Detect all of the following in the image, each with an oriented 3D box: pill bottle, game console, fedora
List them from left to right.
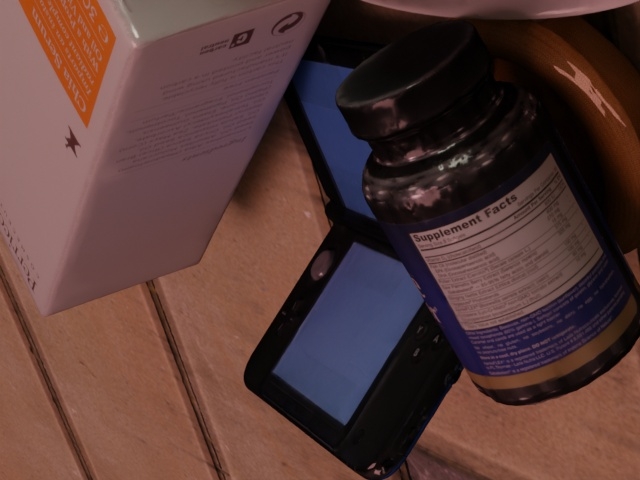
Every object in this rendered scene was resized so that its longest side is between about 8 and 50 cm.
[{"bbox_3d":[0.000,0.000,1.246,0.173,0.250,0.293,34,176,-21],"label":"game console"},{"bbox_3d":[0.101,-0.018,1.035,0.123,0.123,0.219,0,127,54],"label":"pill bottle"},{"bbox_3d":[0.155,-0.080,1.097,0.194,0.079,0.194,35,151,22],"label":"fedora"}]

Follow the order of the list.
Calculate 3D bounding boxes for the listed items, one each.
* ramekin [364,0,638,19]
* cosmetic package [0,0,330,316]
[{"bbox_3d":[0.094,-0.200,0.929,0.207,0.207,0.109,-11,74,58],"label":"ramekin"},{"bbox_3d":[-0.163,-0.145,1.332,0.230,0.162,0.453,61,154,17],"label":"cosmetic package"}]
